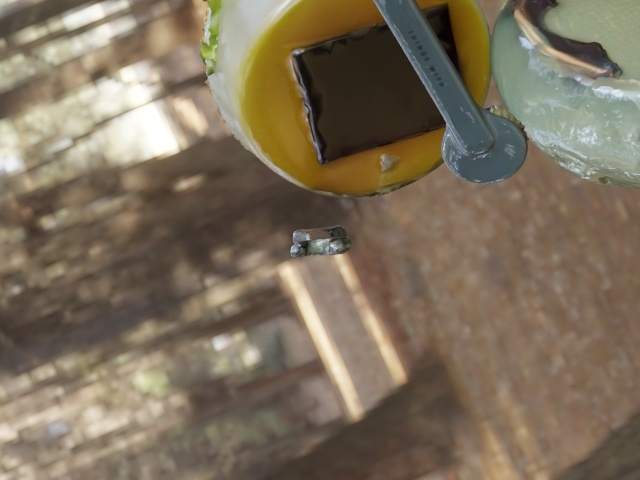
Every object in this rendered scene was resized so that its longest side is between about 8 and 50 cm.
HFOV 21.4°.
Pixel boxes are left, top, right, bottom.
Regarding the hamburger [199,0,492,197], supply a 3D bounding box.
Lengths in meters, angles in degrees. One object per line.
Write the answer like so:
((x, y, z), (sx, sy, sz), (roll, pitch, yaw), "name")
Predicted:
((0.025, -0.184, 1.610), (0.179, 0.276, 0.294), (-116, 7, -58), "hamburger")

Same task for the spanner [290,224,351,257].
((0.000, 0.000, 1.517), (0.254, 0.054, 0.015), (-105, 10, -87), "spanner")

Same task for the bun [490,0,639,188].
((0.297, -0.140, 1.544), (0.293, 0.293, 0.187), (-117, 17, -47), "bun")

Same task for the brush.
((0.068, -0.140, 1.160), (0.266, 0.062, 0.027), (55, -153, -33), "brush")
